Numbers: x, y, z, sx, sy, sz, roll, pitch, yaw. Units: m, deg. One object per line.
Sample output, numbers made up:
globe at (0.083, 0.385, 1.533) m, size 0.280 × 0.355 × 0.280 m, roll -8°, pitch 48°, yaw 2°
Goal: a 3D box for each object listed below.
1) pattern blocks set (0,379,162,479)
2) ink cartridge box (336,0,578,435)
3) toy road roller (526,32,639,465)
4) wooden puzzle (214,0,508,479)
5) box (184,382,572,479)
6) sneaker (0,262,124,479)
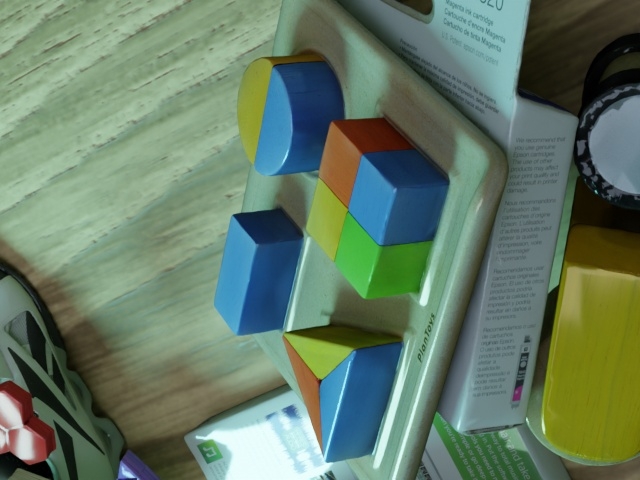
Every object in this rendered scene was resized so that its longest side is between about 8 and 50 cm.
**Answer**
pattern blocks set at (-0.242, 0.302, 1.378) m, size 0.285 × 0.026 × 0.325 m, roll 31°, pitch 123°, yaw 4°
ink cartridge box at (0.075, -0.071, 1.126) m, size 0.324 × 0.071 × 0.330 m, roll 42°, pitch 129°, yaw 55°
toy road roller at (0.293, 0.010, 1.088) m, size 0.240 × 0.202 × 0.329 m, roll 12°, pitch 110°, yaw 9°
wooden puzzle at (0.000, 0.000, 1.122) m, size 0.348 × 0.080 × 0.322 m, roll 54°, pitch 140°, yaw 47°
box at (0.057, 0.219, 1.338) m, size 0.322 × 0.058 × 0.232 m, roll -25°, pitch 95°, yaw 30°
sneaker at (-0.322, 0.146, 1.437) m, size 0.122 × 0.146 × 0.330 m, roll -40°, pitch 86°, yaw 30°
